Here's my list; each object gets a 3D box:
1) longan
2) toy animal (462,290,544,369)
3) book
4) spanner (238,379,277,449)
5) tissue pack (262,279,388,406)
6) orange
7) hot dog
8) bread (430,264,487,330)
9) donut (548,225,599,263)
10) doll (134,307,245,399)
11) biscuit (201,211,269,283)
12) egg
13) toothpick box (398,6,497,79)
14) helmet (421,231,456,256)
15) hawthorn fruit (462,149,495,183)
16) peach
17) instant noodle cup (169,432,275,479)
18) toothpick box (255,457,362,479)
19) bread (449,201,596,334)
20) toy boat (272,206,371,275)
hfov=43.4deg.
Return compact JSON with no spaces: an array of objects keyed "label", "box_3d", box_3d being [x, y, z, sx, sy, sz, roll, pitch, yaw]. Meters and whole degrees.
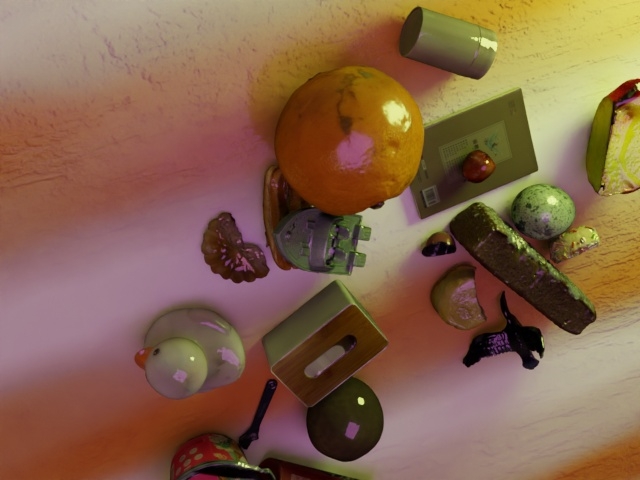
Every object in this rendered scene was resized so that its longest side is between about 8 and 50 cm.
[{"label":"longan","box_3d":[0.057,0.439,1.962,0.198,0.198,0.212,24,106,-24]},{"label":"toy animal","box_3d":[0.485,0.235,2.038,0.160,0.197,0.272,21,151,-39]},{"label":"book","box_3d":[0.342,-0.199,1.850,0.310,0.021,0.217,-22,117,-5]},{"label":"spanner","box_3d":[-0.154,0.433,1.996,0.046,0.012,0.208,16,108,-20]},{"label":"tissue pack","box_3d":[0.007,0.237,1.885,0.246,0.136,0.159,-39,118,4]},{"label":"orange","box_3d":[0.058,-0.198,1.611,0.312,0.312,0.312,-6,115,-13]},{"label":"hot dog","box_3d":[-0.073,-0.050,1.772,0.109,0.072,0.269,-4,113,-12]},{"label":"bread","box_3d":[0.336,0.145,1.967,0.125,0.086,0.156,-14,113,2]},{"label":"donut","box_3d":[0.603,0.009,1.947,0.108,0.166,0.065,-24,86,3]},{"label":"doll","box_3d":[-0.286,0.265,1.775,0.251,0.221,0.221,15,108,-21]},{"label":"biscuit","box_3d":[-0.195,0.036,1.782,0.118,0.061,0.183,-38,118,5]},{"label":"egg","box_3d":[0.530,-0.067,1.898,0.172,0.132,0.132,1,114,-32]},{"label":"toothpick box","box_3d":[0.268,-0.412,1.684,0.180,0.111,0.111,12,109,-19]},{"label":"helmet","box_3d":[0.280,0.005,1.906,0.084,0.049,0.065,-8,152,16]},{"label":"hawthorn fruit","box_3d":[0.357,-0.166,1.819,0.077,0.077,0.077,-6,115,-13]},{"label":"peach","box_3d":[0.707,-0.245,1.856,0.158,0.154,0.267,-1,108,-6]},{"label":"instant noodle cup","box_3d":[-0.263,0.585,1.937,0.302,0.181,0.258,-19,118,-6]},{"label":"toothpick box","box_3d":[-0.003,0.689,2.045,0.333,0.204,0.204,20,107,-22]},{"label":"bread","box_3d":[0.495,0.070,1.933,0.416,0.165,0.113,36,105,-27]},{"label":"toy boat","box_3d":[0.000,0.000,1.722,0.319,0.092,0.141,8,94,-56]}]
